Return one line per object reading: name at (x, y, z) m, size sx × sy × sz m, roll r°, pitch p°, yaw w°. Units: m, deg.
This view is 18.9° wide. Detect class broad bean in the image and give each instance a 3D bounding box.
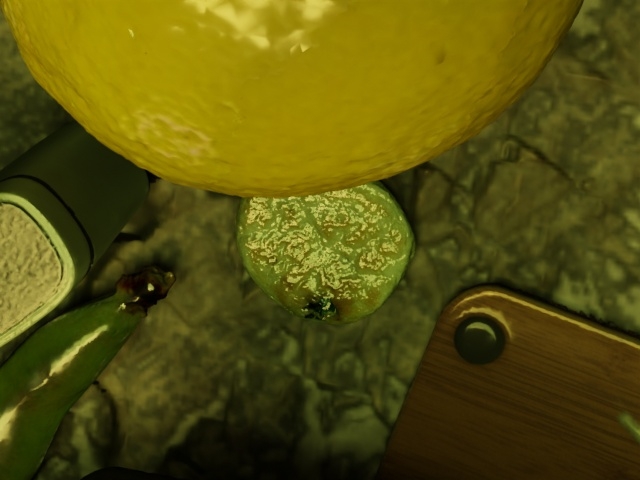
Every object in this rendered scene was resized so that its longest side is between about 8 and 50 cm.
broad bean at (-0.170, 0.117, 0.944) m, size 0.060 × 0.043 × 0.297 m, roll 30°, pitch 109°, yaw -11°

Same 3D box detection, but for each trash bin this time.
trash bin at (-0.143, 0.006, 0.856) m, size 0.116 × 0.130 × 0.059 m, roll -32°, pitch 100°, yaw 18°

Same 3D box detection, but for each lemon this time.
lemon at (-0.015, -0.125, 0.743) m, size 0.240 × 0.240 × 0.219 m, roll 30°, pitch 139°, yaw 0°

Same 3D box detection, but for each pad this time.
pad at (0.151, 0.188, 0.926) m, size 0.286 × 0.018 × 0.284 m, roll 21°, pitch 111°, yaw 4°

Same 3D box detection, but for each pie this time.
pie at (0.000, 0.000, 0.889) m, size 0.085 × 0.017 × 0.085 m, roll 3°, pitch 110°, yaw 10°

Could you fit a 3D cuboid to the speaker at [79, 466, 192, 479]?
speaker at (0.067, 0.241, 0.805) m, size 0.388 × 0.180 × 0.184 m, roll 14°, pitch 108°, yaw -16°
